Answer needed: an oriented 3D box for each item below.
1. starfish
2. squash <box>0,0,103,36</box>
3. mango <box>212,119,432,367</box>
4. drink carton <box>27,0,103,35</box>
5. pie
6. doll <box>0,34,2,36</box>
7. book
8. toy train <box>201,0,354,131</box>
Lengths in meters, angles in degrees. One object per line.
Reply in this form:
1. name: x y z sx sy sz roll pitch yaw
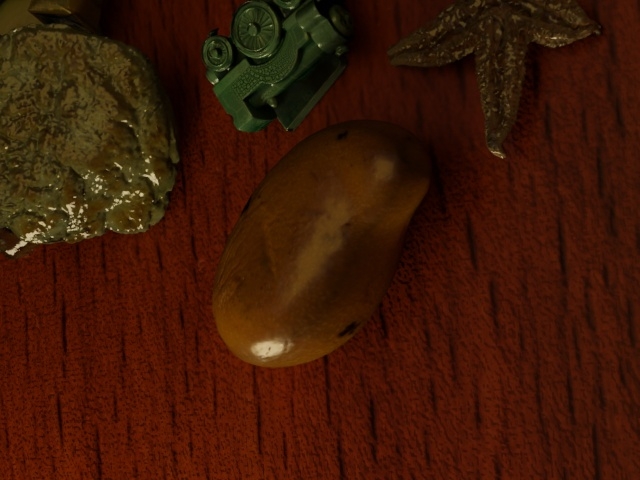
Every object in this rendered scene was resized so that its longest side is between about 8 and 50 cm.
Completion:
1. starfish: 0.152 -0.234 1.050 0.231 0.048 0.295 21 99 34
2. squash: -0.352 -0.215 1.419 0.219 0.041 0.219 -5 82 35
3. mango: 0.003 0.002 1.104 0.295 0.120 0.177 -49 55 22
4. drink carton: -0.278 -0.343 1.332 0.075 0.084 0.200 8 79 21
5. pie: -0.292 -0.114 1.275 0.274 0.105 0.257 -11 107 14
6. doll: -0.419 -0.147 1.378 0.137 0.097 0.209 48 117 24
7. book: -0.038 -0.198 1.202 0.103 0.017 0.135 -48 63 25
8. toy train: -0.042 -0.197 1.151 0.178 0.071 0.104 -37 79 30
